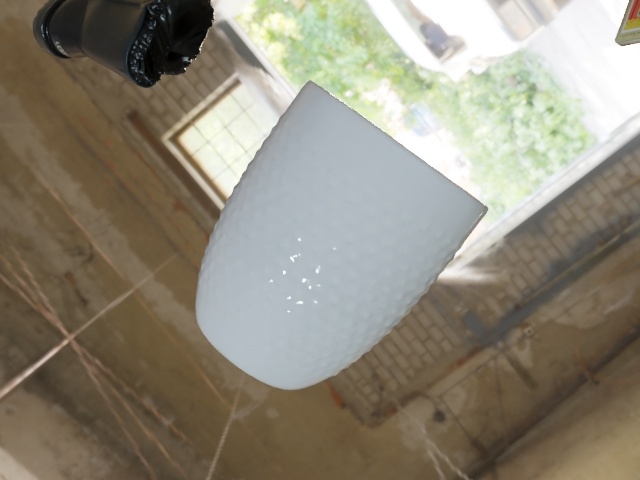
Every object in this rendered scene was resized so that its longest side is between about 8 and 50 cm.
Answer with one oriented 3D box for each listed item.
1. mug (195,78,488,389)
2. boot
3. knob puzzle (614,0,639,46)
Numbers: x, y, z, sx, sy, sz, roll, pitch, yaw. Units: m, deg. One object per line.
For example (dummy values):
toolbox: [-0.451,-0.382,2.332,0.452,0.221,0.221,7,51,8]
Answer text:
mug: [0.000,0.000,1.063,0.276,0.328,0.374,34,-171,-10]
boot: [-0.194,-0.287,0.944,0.207,0.246,0.094,22,154,34]
knob puzzle: [0.341,-0.275,0.700,0.030,0.213,0.213,22,-160,-19]
